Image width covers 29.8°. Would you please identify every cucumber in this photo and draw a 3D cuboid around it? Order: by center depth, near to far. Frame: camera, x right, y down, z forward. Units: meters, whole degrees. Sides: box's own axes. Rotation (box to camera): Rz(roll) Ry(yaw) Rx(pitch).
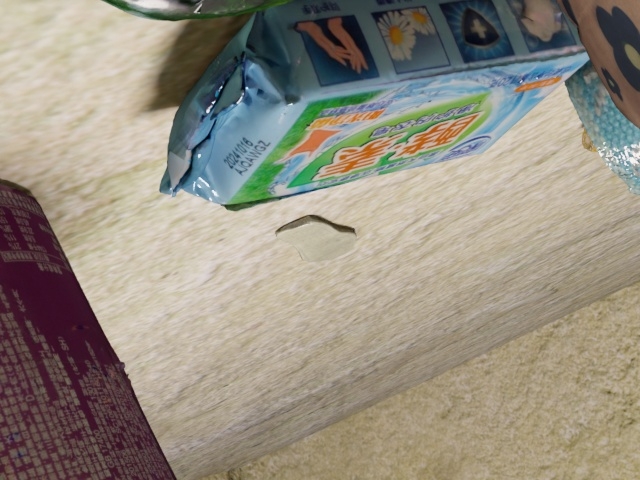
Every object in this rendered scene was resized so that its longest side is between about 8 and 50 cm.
[{"bbox_3d":[-0.051,-0.129,0.596,0.168,0.039,0.039,-15,165,-35],"label":"cucumber"}]

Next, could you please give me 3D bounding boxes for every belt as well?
[{"bbox_3d":[0.229,-0.114,0.857,0.082,0.163,0.148,-27,139,24],"label":"belt"}]

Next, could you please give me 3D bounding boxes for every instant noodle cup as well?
[{"bbox_3d":[-0.267,0.131,0.782,0.340,0.265,0.340,-21,167,-5],"label":"instant noodle cup"}]

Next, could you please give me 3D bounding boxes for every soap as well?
[{"bbox_3d":[0.037,-0.097,0.769,0.293,0.077,0.156,-14,164,-29],"label":"soap"}]

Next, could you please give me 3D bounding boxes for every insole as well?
[{"bbox_3d":[0.000,0.000,1.230,0.063,0.010,0.192,-24,167,11],"label":"insole"}]

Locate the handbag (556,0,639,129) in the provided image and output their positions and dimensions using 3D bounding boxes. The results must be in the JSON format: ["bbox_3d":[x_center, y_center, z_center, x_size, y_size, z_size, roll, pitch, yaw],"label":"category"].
[{"bbox_3d":[0.216,-0.170,0.559,0.193,0.190,0.251,-28,174,0],"label":"handbag"}]

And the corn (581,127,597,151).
[{"bbox_3d":[0.306,-0.114,1.210,0.092,0.037,0.037,-20,166,-12],"label":"corn"}]
